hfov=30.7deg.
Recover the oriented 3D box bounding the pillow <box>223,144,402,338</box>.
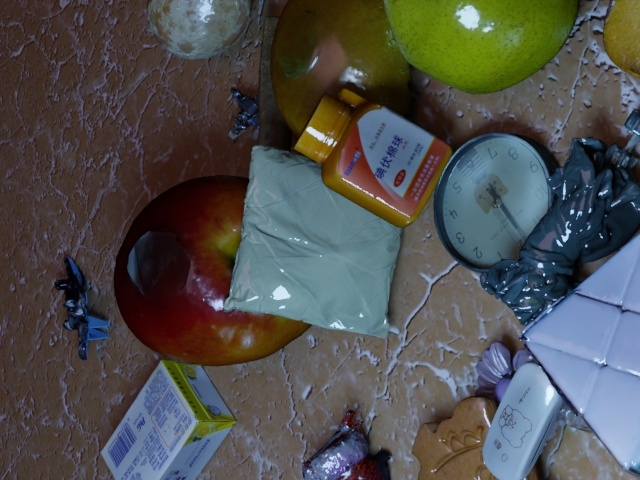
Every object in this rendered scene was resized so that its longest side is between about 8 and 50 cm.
[{"bbox_3d":[0.001,0.002,1.888,0.076,0.274,0.281,148,132,-74],"label":"pillow"}]

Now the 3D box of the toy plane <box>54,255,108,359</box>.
[{"bbox_3d":[-0.522,0.126,2.481,0.246,0.078,0.169,58,150,33],"label":"toy plane"}]

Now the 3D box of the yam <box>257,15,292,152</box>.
[{"bbox_3d":[-0.082,-0.268,2.098,0.066,0.066,0.300,-19,62,40],"label":"yam"}]

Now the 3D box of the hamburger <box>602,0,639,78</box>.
[{"bbox_3d":[0.478,-0.300,1.586,0.182,0.118,0.191,-52,58,22],"label":"hamburger"}]

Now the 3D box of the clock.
[{"bbox_3d":[0.271,-0.056,1.796,0.226,0.049,0.226,-7,80,43],"label":"clock"}]

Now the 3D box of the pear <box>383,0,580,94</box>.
[{"bbox_3d":[0.233,-0.359,1.718,0.294,0.294,0.294,-6,82,42],"label":"pear"}]

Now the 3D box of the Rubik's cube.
[{"bbox_3d":[0.429,0.154,1.470,0.231,0.224,0.221,-42,57,10],"label":"Rubik's cube"}]

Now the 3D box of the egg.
[{"bbox_3d":[-0.232,-0.441,2.205,0.233,0.195,0.195,-18,73,55],"label":"egg"}]

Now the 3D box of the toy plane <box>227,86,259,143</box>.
[{"bbox_3d":[-0.135,-0.252,2.180,0.135,0.062,0.188,-40,52,-1],"label":"toy plane"}]

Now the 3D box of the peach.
[{"bbox_3d":[-0.189,0.053,2.035,0.406,0.310,0.335,-1,88,42],"label":"peach"}]

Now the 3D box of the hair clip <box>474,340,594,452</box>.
[{"bbox_3d":[0.337,0.246,1.685,0.300,0.069,0.173,8,97,42],"label":"hair clip"}]

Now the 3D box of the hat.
[{"bbox_3d":[0.074,0.409,1.907,0.140,0.129,0.227,-41,76,4],"label":"hat"}]

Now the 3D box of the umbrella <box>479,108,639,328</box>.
[{"bbox_3d":[0.370,-0.030,1.658,0.349,0.143,0.094,-56,13,12],"label":"umbrella"}]

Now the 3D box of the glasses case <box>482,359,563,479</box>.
[{"bbox_3d":[0.280,0.253,1.612,0.074,0.049,0.193,39,126,33],"label":"glasses case"}]

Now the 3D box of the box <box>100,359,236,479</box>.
[{"bbox_3d":[-0.295,0.378,2.233,0.168,0.097,0.265,50,118,34],"label":"box"}]

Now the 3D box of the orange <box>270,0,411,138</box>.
[{"bbox_3d":[0.037,-0.313,1.971,0.262,0.196,0.335,10,85,29],"label":"orange"}]

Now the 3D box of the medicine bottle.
[{"bbox_3d":[0.077,-0.134,1.836,0.149,0.222,0.112,-61,5,-9],"label":"medicine bottle"}]

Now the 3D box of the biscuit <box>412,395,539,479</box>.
[{"bbox_3d":[0.252,0.384,1.728,0.306,0.043,0.284,39,127,33],"label":"biscuit"}]
